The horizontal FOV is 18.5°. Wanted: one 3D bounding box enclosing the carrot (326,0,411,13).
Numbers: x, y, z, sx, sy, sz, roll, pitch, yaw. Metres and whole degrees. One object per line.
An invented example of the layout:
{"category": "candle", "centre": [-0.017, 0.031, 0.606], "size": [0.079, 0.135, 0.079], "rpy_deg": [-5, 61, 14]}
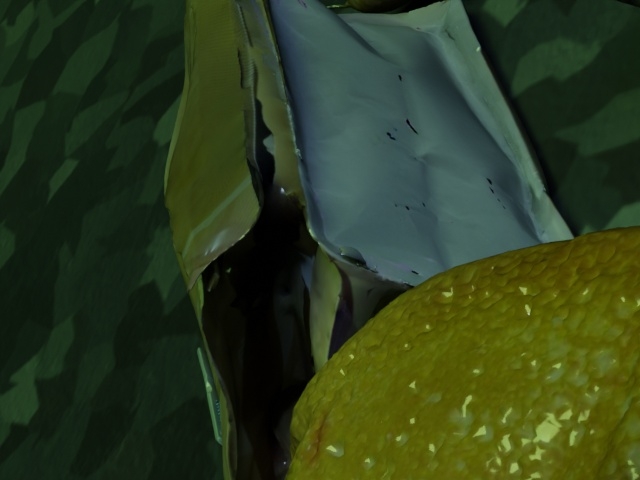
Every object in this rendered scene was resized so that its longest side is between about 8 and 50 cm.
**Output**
{"category": "carrot", "centre": [0.100, -0.196, 1.084], "size": [0.298, 0.078, 0.078], "rpy_deg": [-36, 34, 36]}

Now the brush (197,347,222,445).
{"category": "brush", "centre": [-0.055, 0.086, 1.072], "size": [0.013, 0.016, 0.083], "rpy_deg": [-35, 33, 10]}

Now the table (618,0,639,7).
{"category": "table", "centre": [0.192, -0.199, 0.791], "size": [0.172, 0.169, 0.193], "rpy_deg": [21, 77, 25]}

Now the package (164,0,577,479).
{"category": "package", "centre": [-0.021, -0.019, 0.979], "size": [0.221, 0.165, 0.311], "rpy_deg": [-44, 30, 20]}

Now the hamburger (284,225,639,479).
{"category": "hamburger", "centre": [0.112, 0.073, 0.715], "size": [0.283, 0.144, 0.156], "rpy_deg": [-18, 39, 41]}
